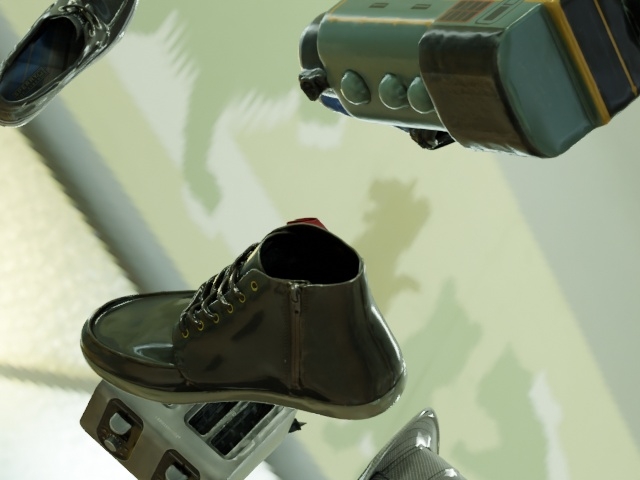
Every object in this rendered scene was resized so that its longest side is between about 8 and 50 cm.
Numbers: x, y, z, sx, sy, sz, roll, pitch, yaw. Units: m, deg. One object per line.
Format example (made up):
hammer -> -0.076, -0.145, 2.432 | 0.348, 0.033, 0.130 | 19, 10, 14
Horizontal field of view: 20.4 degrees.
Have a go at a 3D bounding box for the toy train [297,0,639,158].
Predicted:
toy train -> 0.116, -0.152, 1.274 | 0.334, 0.190, 0.142 | 15, -44, 56

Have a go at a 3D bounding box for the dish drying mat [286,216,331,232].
dish drying mat -> 0.000, 0.000, 1.612 | 0.032, 0.008, 0.083 | -7, -29, 23

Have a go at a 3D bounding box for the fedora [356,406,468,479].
fedora -> 0.088, 0.283, 1.499 | 0.124, 0.275, 0.243 | 22, -55, 23

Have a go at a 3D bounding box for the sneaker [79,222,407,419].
sneaker -> -0.058, 0.038, 1.107 | 0.222, 0.083, 0.118 | 4, -46, 21

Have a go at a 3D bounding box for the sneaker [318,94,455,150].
sneaker -> 0.074, -0.125, 1.641 | 0.152, 0.058, 0.084 | 9, 21, -31

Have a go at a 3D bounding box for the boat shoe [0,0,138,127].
boat shoe -> -0.269, -0.215, 1.874 | 0.080, 0.228, 0.076 | 44, -18, -2

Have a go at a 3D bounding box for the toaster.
toaster -> -0.121, 0.170, 1.801 | 0.168, 0.186, 0.110 | 42, -32, 9
